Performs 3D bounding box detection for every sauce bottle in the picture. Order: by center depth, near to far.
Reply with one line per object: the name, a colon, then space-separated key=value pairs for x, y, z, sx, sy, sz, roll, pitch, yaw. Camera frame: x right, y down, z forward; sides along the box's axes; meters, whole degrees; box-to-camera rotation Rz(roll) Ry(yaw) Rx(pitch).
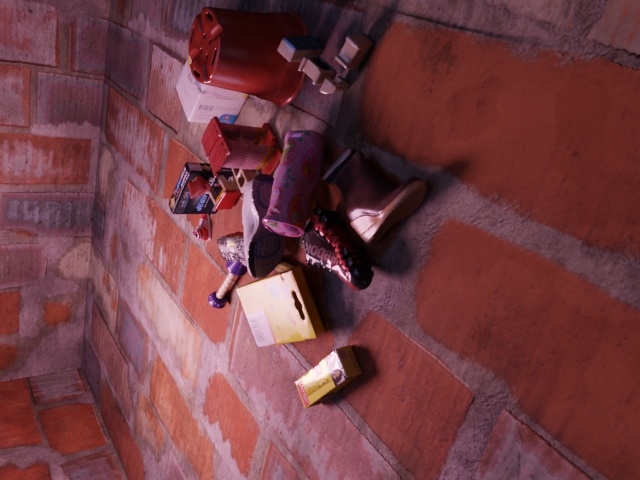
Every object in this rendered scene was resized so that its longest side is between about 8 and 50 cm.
sauce bottle: x=-0.110 y=0.084 z=1.666 sx=0.128 sy=0.042 sz=0.042 roll=21 pitch=109 yaw=52

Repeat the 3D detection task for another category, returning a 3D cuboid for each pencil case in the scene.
pencil case: x=-0.068 y=-0.155 z=1.456 sx=0.124 sy=0.124 sz=0.284 roll=-7 pitch=66 yaw=53

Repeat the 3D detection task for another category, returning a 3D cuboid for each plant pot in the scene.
plant pot: x=-0.213 y=-0.533 z=1.566 sx=0.272 sy=0.265 sz=0.272 roll=6 pitch=98 yaw=52

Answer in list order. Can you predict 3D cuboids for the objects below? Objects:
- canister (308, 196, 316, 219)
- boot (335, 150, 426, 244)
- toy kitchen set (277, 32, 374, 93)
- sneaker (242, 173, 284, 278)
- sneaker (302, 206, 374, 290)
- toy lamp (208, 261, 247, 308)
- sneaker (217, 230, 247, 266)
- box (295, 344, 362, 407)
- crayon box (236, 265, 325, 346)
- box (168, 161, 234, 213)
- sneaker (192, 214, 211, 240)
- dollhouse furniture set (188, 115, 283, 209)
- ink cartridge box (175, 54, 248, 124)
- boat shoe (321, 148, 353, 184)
canister: x=-0.089 y=-0.098 z=1.598 sx=0.170 sy=0.073 sz=0.126 roll=-24 pitch=74 yaw=50
boot: x=0.127 y=-0.129 z=1.292 sx=0.248 sy=0.090 sz=0.206 roll=-48 pitch=58 yaw=48
toy kitchen set: x=0.026 y=-0.495 z=1.407 sx=0.207 sy=0.122 sz=0.166 roll=46 pitch=130 yaw=15
sneaker: x=-0.174 y=-0.039 z=1.587 sx=0.129 sy=0.111 sz=0.297 roll=4 pitch=91 yaw=61
sneaker: x=0.035 y=0.041 z=1.410 sx=0.135 sy=0.098 sz=0.276 roll=-54 pitch=49 yaw=24
toy lamp: x=-0.315 y=0.135 z=1.913 sx=0.274 sy=0.080 sz=0.080 roll=-57 pitch=50 yaw=40
sneaker: x=-0.214 y=0.013 z=1.737 sx=0.279 sy=0.118 sz=0.107 roll=15 pitch=125 yaw=44
box: x=0.019 y=0.374 z=1.503 sx=0.232 sy=0.058 sz=0.087 roll=-48 pitch=57 yaw=44
crayon box: x=-0.109 y=0.196 z=1.607 sx=0.319 sy=0.081 sz=0.202 roll=-20 pitch=90 yaw=52
box: x=-0.418 y=-0.180 z=1.941 sx=0.220 sy=0.175 sz=0.051 roll=-54 pitch=51 yaw=40
sneaker: x=-0.453 y=-0.057 z=2.086 sx=0.042 sy=0.067 sz=0.118 roll=-21 pitch=76 yaw=51
dollhouse furniture set: x=-0.295 y=-0.207 z=1.754 sx=0.374 sy=0.201 sz=0.152 roll=-50 pitch=55 yaw=42
ink cartridge box: x=-0.344 y=-0.526 z=1.819 sx=0.232 sy=0.171 sz=0.168 roll=-49 pitch=55 yaw=43
boat shoe: x=0.051 y=-0.189 z=1.432 sx=0.125 sy=0.038 sz=0.046 roll=-43 pitch=17 yaw=39
